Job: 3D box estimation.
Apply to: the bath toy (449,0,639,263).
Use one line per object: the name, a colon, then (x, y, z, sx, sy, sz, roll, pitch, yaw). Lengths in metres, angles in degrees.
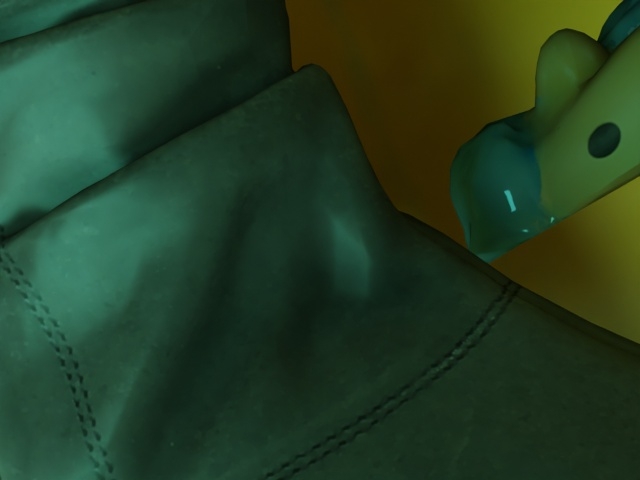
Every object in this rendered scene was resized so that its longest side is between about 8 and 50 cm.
bath toy: (-0.001, -0.173, 0.465, 0.129, 0.151, 0.348, -31, 89, 13)

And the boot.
boot: (0.000, 0.000, 0.383, 0.338, 0.118, 0.223, -12, 92, 12)
